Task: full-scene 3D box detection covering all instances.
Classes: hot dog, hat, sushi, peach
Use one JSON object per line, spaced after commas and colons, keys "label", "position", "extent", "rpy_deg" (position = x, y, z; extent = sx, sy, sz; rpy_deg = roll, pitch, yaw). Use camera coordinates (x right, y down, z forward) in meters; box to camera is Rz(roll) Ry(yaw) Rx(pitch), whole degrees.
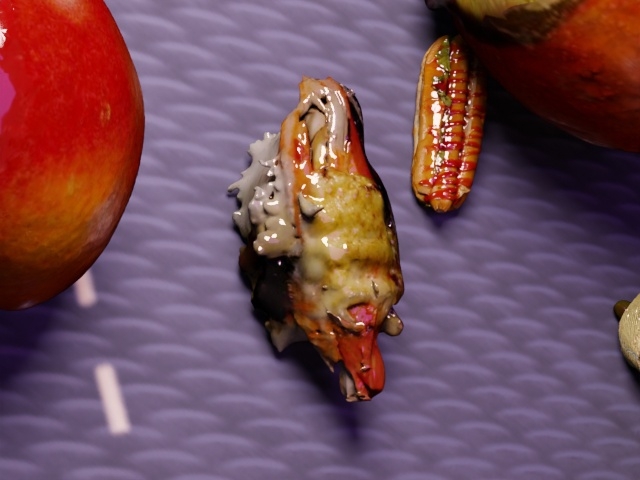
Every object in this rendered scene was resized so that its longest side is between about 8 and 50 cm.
{"label": "hot dog", "position": [0.098, -0.088, 1.208], "extent": [0.062, 0.038, 0.144], "rpy_deg": [19, 71, -31]}
{"label": "hat", "position": [0.273, 0.071, 1.287], "extent": [0.077, 0.059, 0.076], "rpy_deg": [3, 95, -29]}
{"label": "sushi", "position": [-0.004, 0.001, 1.088], "extent": [0.097, 0.103, 0.226], "rpy_deg": [-1, 77, -62]}
{"label": "peach", "position": [0.274, -0.243, 1.179], "extent": [0.417, 0.339, 0.353], "rpy_deg": [-16, 87, -33]}
{"label": "peach", "position": [-0.200, -0.082, 0.902], "extent": [0.243, 0.199, 0.243], "rpy_deg": [16, 66, -41]}
